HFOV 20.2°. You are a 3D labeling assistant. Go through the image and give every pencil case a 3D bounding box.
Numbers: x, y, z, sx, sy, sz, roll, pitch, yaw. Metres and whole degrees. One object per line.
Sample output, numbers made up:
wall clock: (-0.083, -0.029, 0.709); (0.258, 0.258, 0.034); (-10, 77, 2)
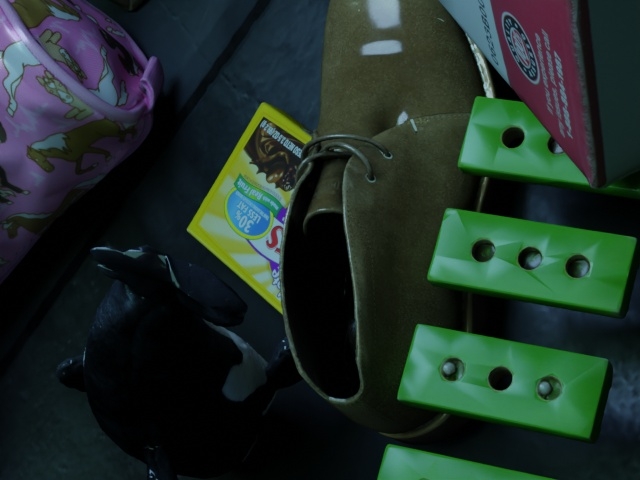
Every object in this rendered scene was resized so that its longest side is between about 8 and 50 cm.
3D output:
pencil case: (-0.286, -0.024, 1.311); (0.386, 0.167, 0.160); (-47, 52, 18)

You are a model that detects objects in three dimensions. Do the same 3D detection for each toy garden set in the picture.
toy garden set: (0.154, 0.056, 0.948); (0.204, 0.049, 0.244); (10, 74, 22)

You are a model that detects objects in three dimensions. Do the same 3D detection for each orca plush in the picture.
orca plush: (-0.071, 0.099, 1.023); (0.287, 0.151, 0.102); (118, 151, -65)

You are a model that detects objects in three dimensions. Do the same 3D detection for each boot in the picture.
boot: (0.033, -0.042, 1.031); (0.112, 0.115, 0.305); (-14, 69, 32)

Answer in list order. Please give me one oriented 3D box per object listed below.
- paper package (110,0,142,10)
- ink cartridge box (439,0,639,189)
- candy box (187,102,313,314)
paper package: (-0.144, -0.391, 1.321); (0.309, 0.168, 0.325); (-39, 52, 25)
ink cartridge box: (0.101, -0.261, 0.954); (0.160, 0.279, 0.385); (-27, 50, -7)
candy box: (0.000, 0.000, 1.143); (0.206, 0.027, 0.105); (38, 103, 43)
